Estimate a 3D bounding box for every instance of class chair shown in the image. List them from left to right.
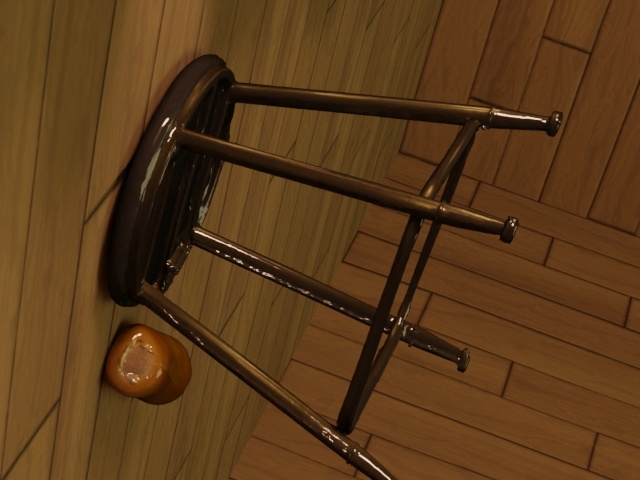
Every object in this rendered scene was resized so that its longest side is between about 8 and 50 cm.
[{"bbox_3d":[0.000,0.000,1.746,0.362,0.410,0.365,-55,164,-63],"label":"chair"}]

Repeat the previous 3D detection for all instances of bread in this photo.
[{"bbox_3d":[-0.213,0.162,1.960,0.093,0.074,0.239,-64,172,-5],"label":"bread"}]
